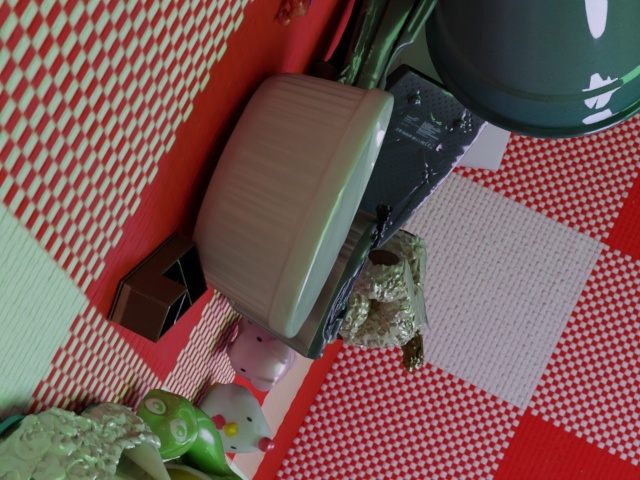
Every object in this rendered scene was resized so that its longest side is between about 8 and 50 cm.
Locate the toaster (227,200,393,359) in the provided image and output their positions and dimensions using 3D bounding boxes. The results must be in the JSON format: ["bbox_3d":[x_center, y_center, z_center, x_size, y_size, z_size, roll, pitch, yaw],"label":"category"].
[{"bbox_3d":[-0.019,0.026,1.754,0.227,0.146,0.129,-67,173,26],"label":"toaster"}]

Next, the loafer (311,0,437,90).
[{"bbox_3d":[0.031,-0.208,1.628,0.302,0.095,0.109,-60,-157,1],"label":"loafer"}]

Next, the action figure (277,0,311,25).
[{"bbox_3d":[-0.006,-0.255,1.354,0.115,0.030,0.038,-58,167,-7],"label":"action figure"}]

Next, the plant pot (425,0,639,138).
[{"bbox_3d":[0.285,-0.338,1.686,0.341,0.341,0.334,-62,165,-12],"label":"plant pot"}]

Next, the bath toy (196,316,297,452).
[{"bbox_3d":[-0.065,0.140,1.913,0.151,0.129,0.348,15,102,-48],"label":"bath toy"}]

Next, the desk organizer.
[{"bbox_3d":[-0.144,0.043,1.319,0.047,0.050,0.130,-68,172,27],"label":"desk organizer"}]

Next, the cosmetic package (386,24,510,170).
[{"bbox_3d":[0.195,-0.233,2.074,0.365,0.197,0.155,90,9,-77],"label":"cosmetic package"}]

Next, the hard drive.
[{"bbox_3d":[0.094,-0.117,1.911,0.254,0.172,0.054,-51,-144,24],"label":"hard drive"}]

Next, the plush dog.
[{"bbox_3d":[0.041,0.100,2.163,0.262,0.226,0.210,-43,130,-72],"label":"plush dog"}]

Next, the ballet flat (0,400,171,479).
[{"bbox_3d":[-0.201,0.228,1.253,0.147,0.147,0.409,-64,173,-3],"label":"ballet flat"}]

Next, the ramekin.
[{"bbox_3d":[-0.033,-0.048,1.441,0.273,0.127,0.272,24,90,-85],"label":"ramekin"}]

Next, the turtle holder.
[{"bbox_3d":[-0.161,0.349,1.539,0.320,0.243,0.227,-57,157,14],"label":"turtle holder"}]
